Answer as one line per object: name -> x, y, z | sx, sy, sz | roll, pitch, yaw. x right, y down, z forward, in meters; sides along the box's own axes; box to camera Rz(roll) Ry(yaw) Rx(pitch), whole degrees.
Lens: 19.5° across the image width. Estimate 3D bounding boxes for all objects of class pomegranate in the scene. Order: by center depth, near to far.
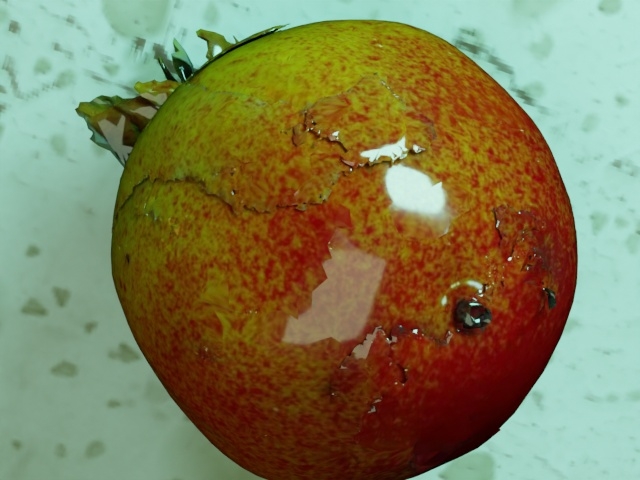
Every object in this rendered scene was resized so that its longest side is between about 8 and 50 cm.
pomegranate -> 0.000, 0.000, 0.823 | 0.235, 0.210, 0.210 | 29, 114, 25
